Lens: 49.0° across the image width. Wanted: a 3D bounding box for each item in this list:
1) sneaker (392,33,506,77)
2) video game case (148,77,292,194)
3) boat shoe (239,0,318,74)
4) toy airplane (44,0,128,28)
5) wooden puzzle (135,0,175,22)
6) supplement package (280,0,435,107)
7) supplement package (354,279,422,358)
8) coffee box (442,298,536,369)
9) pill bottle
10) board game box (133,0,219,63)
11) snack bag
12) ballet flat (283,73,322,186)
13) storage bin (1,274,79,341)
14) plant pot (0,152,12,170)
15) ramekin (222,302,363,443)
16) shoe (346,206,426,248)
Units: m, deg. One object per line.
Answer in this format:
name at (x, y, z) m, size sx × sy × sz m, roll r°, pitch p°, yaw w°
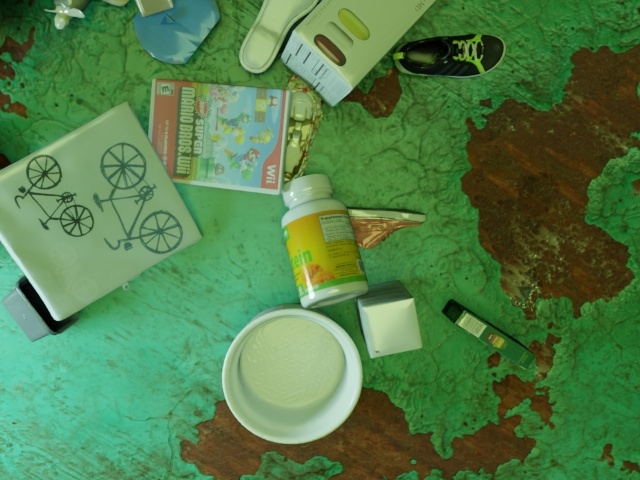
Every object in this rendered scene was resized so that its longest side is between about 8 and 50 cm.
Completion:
sneaker at (0.258, -0.363, 1.388) m, size 0.235 × 0.097 × 0.084 m, roll -7°, pitch 99°, yaw -2°
video game case at (-0.205, -0.207, 1.389) m, size 0.285 × 0.025 × 0.204 m, roll 7°, pitch 98°, yaw 11°
boat shoe at (-0.072, -0.438, 1.372) m, size 0.095 × 0.079 × 0.254 m, roll 28°, pitch 98°, yaw -9°
toy airplane at (-0.590, -0.552, 1.264) m, size 0.384 × 0.272 × 0.386 m, roll -31°, pitch 90°, yaw -36°
wooden puzzle at (-0.323, -0.472, 1.343) m, size 0.079 × 0.014 × 0.116 m, roll -5°, pitch 119°, yaw 11°
supplement package at (0.074, -0.401, 1.302) m, size 0.145 × 0.204 × 0.262 m, roll 43°, pitch 85°, yaw -8°
supplement package at (0.132, 0.154, 1.414) m, size 0.105 × 0.179 × 0.105 m, roll -10°, pitch 99°, yaw -1°
coffee box at (0.350, 0.195, 1.465) m, size 0.184 × 0.113 × 0.040 m, roll 32°, pitch 94°, yaw -8°
pill bottle at (0.000, 0.000, 1.384) m, size 0.136 × 0.136 × 0.245 m, roll -15°, pitch 77°, yaw -1°
board game box at (-0.283, -0.432, 1.387) m, size 0.133 × 0.033 × 0.168 m, roll 37°, pitch 90°, yaw -2°
snack bag at (-0.437, -0.046, 1.342) m, size 0.343 × 0.037 × 0.323 m, roll -34°, pitch 118°, yaw -16°
ballet flat at (-0.044, -0.221, 1.405) m, size 0.091 × 0.077 × 0.240 m, roll 7°, pitch 97°, yaw -3°
storage bin at (-0.574, 0.135, 1.429) m, size 0.091 × 0.098 × 0.135 m, roll -28°, pitch 100°, yaw 29°
plant pot at (-0.729, -0.093, 1.311) m, size 0.265 × 0.272 × 0.272 m, roll -41°, pitch 98°, yaw -5°
ramekin at (-0.057, 0.261, 1.443) m, size 0.277 × 0.135 × 0.277 m, roll 0°, pitch 99°, yaw -2°
shoe at (0.127, -0.024, 1.451) m, size 0.178 × 0.063 × 0.081 m, roll 3°, pitch 99°, yaw 2°
